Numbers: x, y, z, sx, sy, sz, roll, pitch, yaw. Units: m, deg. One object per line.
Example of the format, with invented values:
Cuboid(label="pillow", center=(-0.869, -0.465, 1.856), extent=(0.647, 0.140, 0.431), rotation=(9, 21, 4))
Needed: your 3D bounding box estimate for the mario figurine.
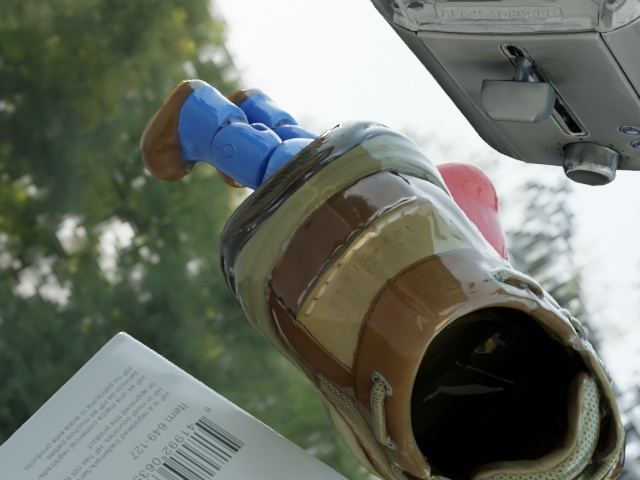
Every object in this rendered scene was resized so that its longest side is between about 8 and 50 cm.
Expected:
Cuboid(label="mario figurine", center=(0.000, 0.000, 1.415), extent=(0.320, 0.198, 0.170), rotation=(32, -37, 40))

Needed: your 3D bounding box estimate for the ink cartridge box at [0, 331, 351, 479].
Cuboid(label="ink cartridge box", center=(-0.043, 0.193, 0.793), extent=(0.232, 0.171, 0.168), rotation=(31, -30, 26))

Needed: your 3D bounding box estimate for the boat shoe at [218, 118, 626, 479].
Cuboid(label="boat shoe", center=(0.069, 0.072, 0.839), extent=(0.120, 0.122, 0.324), rotation=(45, 2, 35))

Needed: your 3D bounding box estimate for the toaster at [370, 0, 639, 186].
Cuboid(label="toaster", center=(0.095, -0.140, 0.658), extent=(0.129, 0.227, 0.146), rotation=(5, -12, 27))
